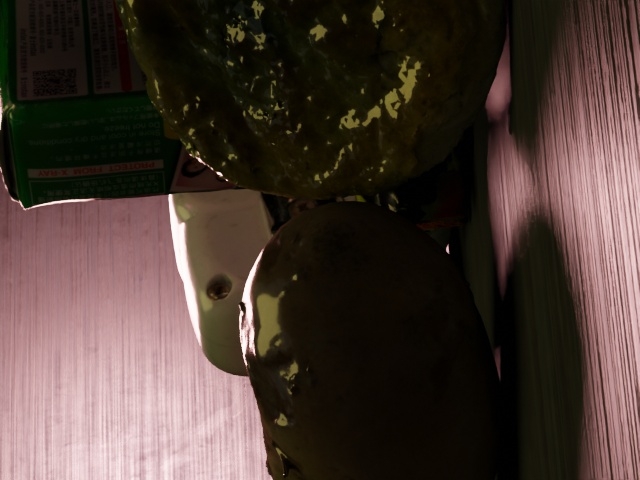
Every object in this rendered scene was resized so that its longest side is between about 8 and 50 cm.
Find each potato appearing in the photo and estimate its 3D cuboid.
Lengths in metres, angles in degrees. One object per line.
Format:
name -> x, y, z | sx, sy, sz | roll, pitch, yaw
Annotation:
potato -> 0.037, 0.099, 0.984 | 0.165, 0.165, 0.262 | -94, -2, -66

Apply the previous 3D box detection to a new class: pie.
pie -> -0.017, -0.140, 0.929 | 0.078, 0.277, 0.277 | -44, -38, -42

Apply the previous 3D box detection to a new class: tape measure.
tape measure -> 0.000, 0.000, 1.292 | 0.246, 0.243, 0.125 | -110, 12, -50

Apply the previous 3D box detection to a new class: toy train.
toy train -> 0.059, -0.137, 1.193 | 0.160, 0.101, 0.296 | 70, -166, -67

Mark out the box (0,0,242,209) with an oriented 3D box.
box -> -0.119, -0.121, 1.126 | 0.180, 0.250, 0.103 | -101, 9, -45
